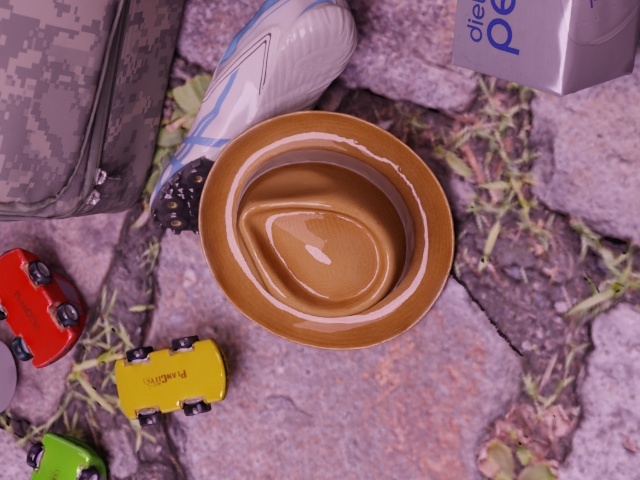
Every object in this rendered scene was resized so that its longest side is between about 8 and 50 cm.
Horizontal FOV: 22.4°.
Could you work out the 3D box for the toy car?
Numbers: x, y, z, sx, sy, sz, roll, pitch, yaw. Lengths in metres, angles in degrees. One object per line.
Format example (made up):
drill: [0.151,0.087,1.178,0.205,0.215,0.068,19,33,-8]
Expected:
toy car: [-0.190,0.144,1.305,0.239,0.053,0.225,23,101,23]

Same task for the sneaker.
sneaker: [-0.055,-0.102,1.230,0.237,0.085,0.086,-52,37,23]

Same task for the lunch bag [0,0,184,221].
lunch bag: [-0.250,-0.159,1.213,0.212,0.256,0.305,17,99,24]

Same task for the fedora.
fedora: [0.000,0.000,1.172,0.194,0.079,0.194,2,103,7]

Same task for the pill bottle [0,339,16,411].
pill bottle: [-0.336,0.119,1.353,0.152,0.086,0.086,-8,88,25]

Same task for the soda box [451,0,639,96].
soda box: [0.161,-0.247,1.057,0.098,0.091,0.286,23,119,37]
